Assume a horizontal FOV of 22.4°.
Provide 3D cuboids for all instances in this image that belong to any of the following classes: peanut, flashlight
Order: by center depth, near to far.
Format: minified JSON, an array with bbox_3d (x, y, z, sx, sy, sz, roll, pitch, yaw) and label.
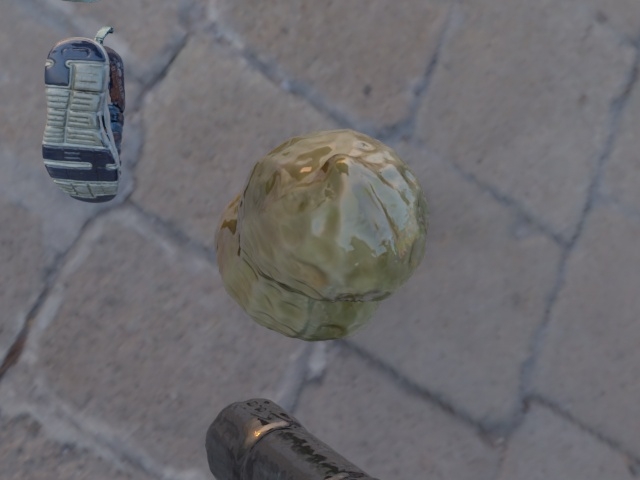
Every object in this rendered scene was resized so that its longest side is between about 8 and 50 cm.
[{"bbox_3d":[0.000,0.000,1.098,0.120,0.298,0.136,-38,89,-14],"label":"peanut"},{"bbox_3d":[0.017,0.221,1.263,0.103,0.424,0.103,-5,103,-24],"label":"flashlight"}]

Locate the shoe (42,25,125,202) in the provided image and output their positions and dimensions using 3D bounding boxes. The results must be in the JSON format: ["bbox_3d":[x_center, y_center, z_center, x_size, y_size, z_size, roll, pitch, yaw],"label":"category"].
[{"bbox_3d":[-0.186,-0.099,1.301,0.064,0.143,0.071,5,23,12],"label":"shoe"}]

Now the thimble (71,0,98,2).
[{"bbox_3d":[-0.155,-0.247,0.902,0.150,0.237,0.237,10,56,-52],"label":"thimble"}]
